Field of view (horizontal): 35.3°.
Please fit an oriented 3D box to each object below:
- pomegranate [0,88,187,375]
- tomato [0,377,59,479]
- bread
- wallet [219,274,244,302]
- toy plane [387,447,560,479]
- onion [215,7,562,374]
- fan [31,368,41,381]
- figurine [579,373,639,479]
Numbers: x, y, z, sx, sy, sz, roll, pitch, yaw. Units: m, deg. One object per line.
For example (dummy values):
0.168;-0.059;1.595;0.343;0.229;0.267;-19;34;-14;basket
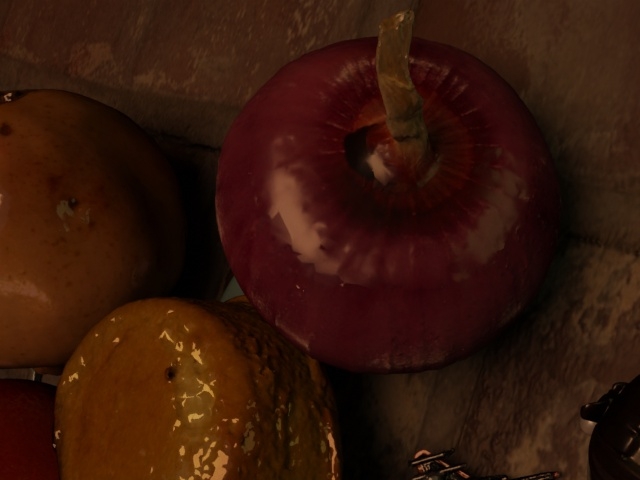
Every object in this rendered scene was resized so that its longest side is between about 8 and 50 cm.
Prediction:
-0.368;0.002;1.314;0.411;0.411;0.412;-10;72;34;pomegranate
-0.393;0.336;1.276;0.293;0.289;0.325;58;157;36;tomato
-0.146;0.234;1.091;0.336;0.204;0.358;-34;57;31;bread
-0.104;0.173;1.259;0.176;0.075;0.251;38;102;40;wallet
0.157;0.269;1.048;0.189;0.061;0.130;-27;63;29;toy plane
0.064;-0.038;1.017;0.358;0.345;0.359;1;94;11;onion
-0.444;0.279;1.519;0.038;0.016;0.193;0;79;39;fan
0.378;0.234;0.839;0.370;0.167;0.281;36;66;27;figurine
